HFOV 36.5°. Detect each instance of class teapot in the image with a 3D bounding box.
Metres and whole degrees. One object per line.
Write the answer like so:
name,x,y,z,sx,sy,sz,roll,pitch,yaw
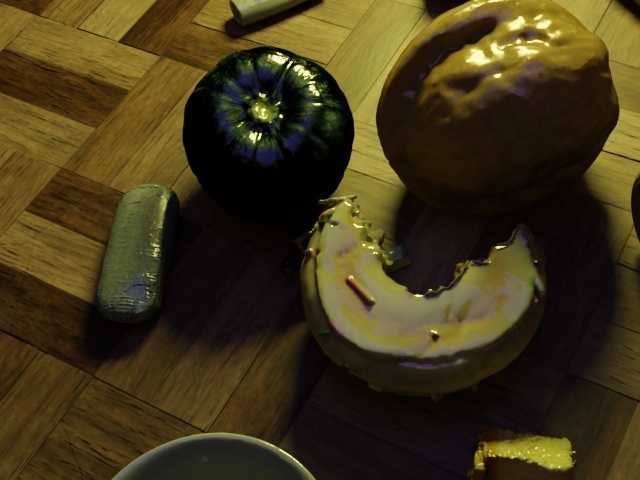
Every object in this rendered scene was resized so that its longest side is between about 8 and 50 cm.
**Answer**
teapot,0.000,0.000,1.625,0.177,0.087,0.096,-38,24,-21

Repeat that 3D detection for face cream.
face cream,-0.090,-0.514,2.031,0.198,0.057,0.084,-28,56,-12

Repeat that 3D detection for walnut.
walnut,0.297,-0.226,1.613,0.384,0.383,0.383,-4,53,5

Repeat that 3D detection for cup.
cup,-0.138,0.442,1.265,0.347,0.163,0.347,-4,54,5

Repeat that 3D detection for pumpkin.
pumpkin,-0.090,-0.177,1.679,0.315,0.238,0.315,-3,71,9

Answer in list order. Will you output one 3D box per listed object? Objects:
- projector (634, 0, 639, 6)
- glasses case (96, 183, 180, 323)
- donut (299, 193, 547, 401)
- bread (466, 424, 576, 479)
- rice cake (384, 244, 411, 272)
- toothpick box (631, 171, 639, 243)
projector,0.687,-0.456,1.852,0.108,0.108,0.337,-25,55,-11
glasses case,-0.310,0.018,1.663,0.109,0.067,0.282,1,52,5
donut,0.148,0.095,1.475,0.371,0.150,0.307,10,63,10
bread,0.280,0.308,1.351,0.147,0.127,0.152,3,37,10
rice cake,0.071,0.054,1.607,0.171,0.029,0.033,-24,48,-11
toothpick box,0.670,-0.060,1.487,0.316,0.229,0.229,-17,53,-6
